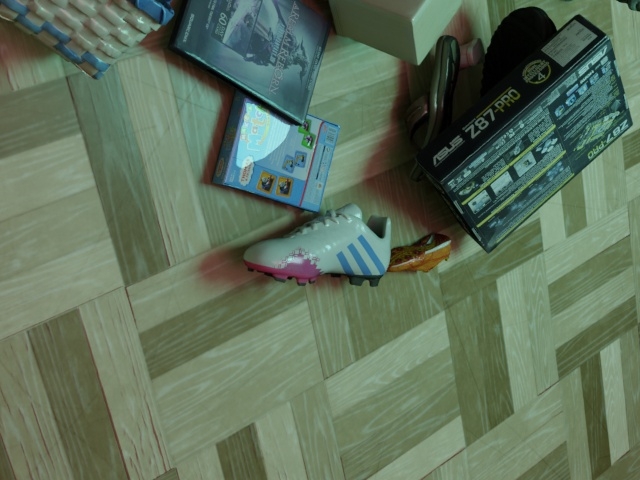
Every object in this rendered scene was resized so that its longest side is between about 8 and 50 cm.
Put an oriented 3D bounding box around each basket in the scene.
[{"bbox_3d":[-0.291,-0.385,1.268,0.289,0.201,0.255,-43,130,12],"label":"basket"}]

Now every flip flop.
[{"bbox_3d":[0.201,-0.248,1.810,0.112,0.080,0.277,-21,120,-69],"label":"flip flop"}]

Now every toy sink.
[{"bbox_3d":[0.101,-0.424,1.644,0.152,0.234,0.131,-56,157,-18],"label":"toy sink"}]

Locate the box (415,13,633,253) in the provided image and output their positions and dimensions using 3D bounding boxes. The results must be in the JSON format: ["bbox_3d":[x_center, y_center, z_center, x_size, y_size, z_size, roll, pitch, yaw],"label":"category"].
[{"bbox_3d":[0.398,-0.189,1.824,0.395,0.097,0.318,-42,143,3],"label":"box"}]

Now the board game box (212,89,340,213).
[{"bbox_3d":[-0.071,-0.147,1.629,0.211,0.039,0.160,16,87,-42],"label":"board game box"}]

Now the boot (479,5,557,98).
[{"bbox_3d":[0.449,-0.324,1.932,0.260,0.131,0.348,-21,140,-31],"label":"boot"}]

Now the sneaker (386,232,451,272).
[{"bbox_3d":[0.192,0.039,1.874,0.175,0.064,0.067,-15,118,-35],"label":"sneaker"}]

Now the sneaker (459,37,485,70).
[{"bbox_3d":[0.279,-0.361,1.885,0.134,0.070,0.051,-42,118,-62],"label":"sneaker"}]

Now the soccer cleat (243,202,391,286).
[{"bbox_3d":[0.000,0.000,1.671,0.331,0.116,0.143,4,100,-48],"label":"soccer cleat"}]

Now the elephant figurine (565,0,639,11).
[{"bbox_3d":[0.605,-0.571,1.987,0.169,0.239,0.186,-22,112,-35],"label":"elephant figurine"}]

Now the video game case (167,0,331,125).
[{"bbox_3d":[-0.105,-0.330,1.549,0.274,0.026,0.196,27,71,-38],"label":"video game case"}]
